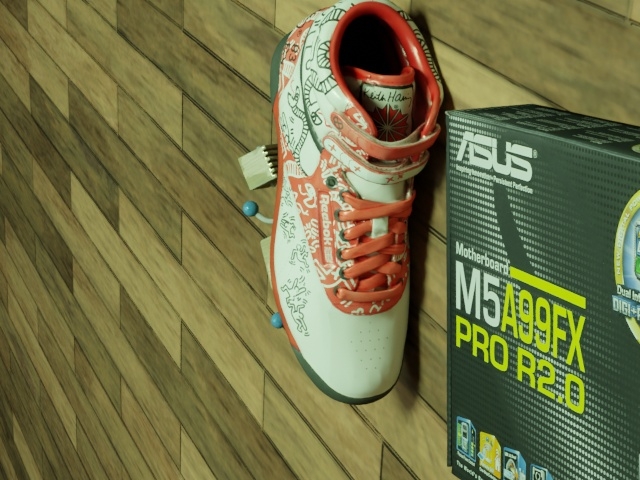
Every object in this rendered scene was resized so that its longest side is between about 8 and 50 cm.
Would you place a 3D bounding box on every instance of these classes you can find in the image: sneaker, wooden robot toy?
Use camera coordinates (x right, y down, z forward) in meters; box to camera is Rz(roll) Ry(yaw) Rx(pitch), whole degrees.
[{"bbox_3d":[0.025,-0.026,0.987,0.145,0.090,0.270,162,104,-71],"label":"sneaker"},{"bbox_3d":[0.000,0.000,1.128,0.079,0.076,0.173,-27,66,30],"label":"wooden robot toy"}]

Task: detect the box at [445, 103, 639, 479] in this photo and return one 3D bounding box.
[{"bbox_3d":[0.147,0.054,0.742,0.270,0.060,0.216,-152,58,-64],"label":"box"}]
